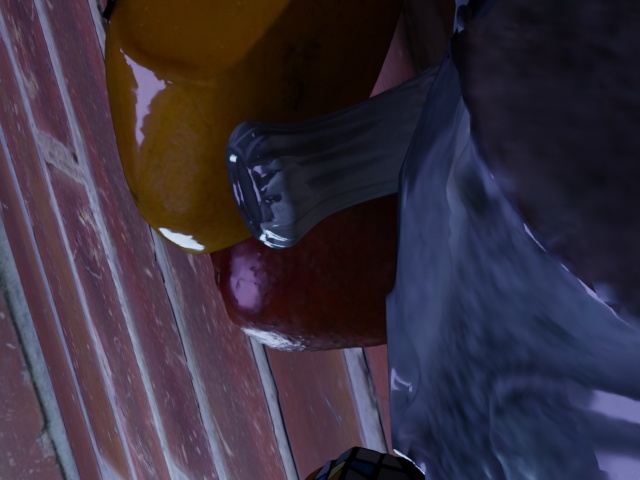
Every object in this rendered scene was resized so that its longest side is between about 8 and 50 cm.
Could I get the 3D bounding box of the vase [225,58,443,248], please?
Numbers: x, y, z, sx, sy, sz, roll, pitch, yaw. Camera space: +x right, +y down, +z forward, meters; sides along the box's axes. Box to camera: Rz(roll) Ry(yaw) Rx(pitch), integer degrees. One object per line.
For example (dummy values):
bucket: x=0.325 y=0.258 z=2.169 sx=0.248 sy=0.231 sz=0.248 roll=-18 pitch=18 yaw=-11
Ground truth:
vase: x=0.030 y=-0.045 z=0.810 sx=0.081 sy=0.149 sz=0.081 roll=56 pitch=157 yaw=38

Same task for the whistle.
whistle: x=0.093 y=-0.042 z=0.562 sx=0.168 sy=0.188 sz=0.405 roll=95 pitch=151 yaw=-53

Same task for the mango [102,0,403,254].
mango: x=-0.032 y=-0.111 z=0.859 sx=0.126 sy=0.154 sz=0.252 roll=21 pitch=101 yaw=24

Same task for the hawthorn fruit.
hawthorn fruit: x=0.000 y=0.000 z=0.964 sx=0.133 sy=0.138 sz=0.133 roll=55 pitch=159 yaw=33

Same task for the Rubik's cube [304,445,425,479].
Rubik's cube: x=0.032 y=0.203 z=1.116 sx=0.112 sy=0.133 sz=0.133 roll=46 pitch=163 yaw=-6
